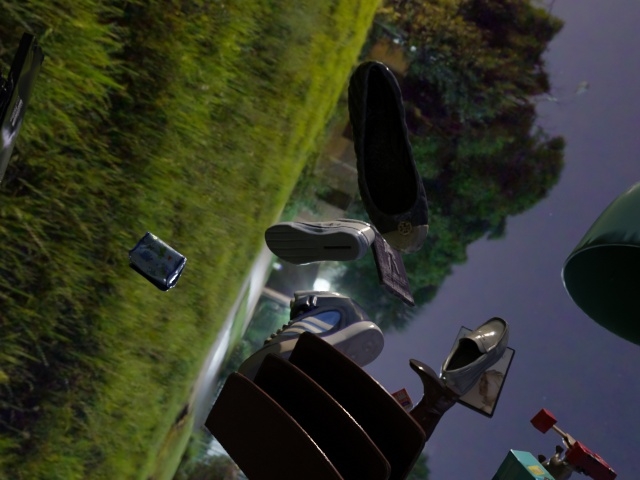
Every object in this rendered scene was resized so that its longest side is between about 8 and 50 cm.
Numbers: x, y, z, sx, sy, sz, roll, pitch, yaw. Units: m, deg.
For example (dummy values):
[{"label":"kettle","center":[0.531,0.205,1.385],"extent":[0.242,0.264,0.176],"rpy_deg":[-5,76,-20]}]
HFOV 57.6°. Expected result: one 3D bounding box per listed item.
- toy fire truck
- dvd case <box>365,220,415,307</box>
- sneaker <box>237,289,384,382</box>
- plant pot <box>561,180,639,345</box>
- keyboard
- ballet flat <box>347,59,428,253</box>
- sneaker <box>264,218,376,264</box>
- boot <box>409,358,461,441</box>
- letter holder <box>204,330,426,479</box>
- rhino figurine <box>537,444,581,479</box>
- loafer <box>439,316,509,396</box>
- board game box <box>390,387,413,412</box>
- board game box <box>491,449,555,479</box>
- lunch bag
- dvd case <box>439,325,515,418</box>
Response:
[{"label":"toy fire truck","center":[0.596,0.487,1.371],"extent":[0.047,0.192,0.135],"rpy_deg":[-50,-156,10]},{"label":"dvd case","center":[0.196,0.067,1.649],"extent":[0.018,0.164,0.221],"rpy_deg":[-30,-132,25]},{"label":"sneaker","center":[-0.050,0.206,1.232],"extent":[0.236,0.323,0.130],"rpy_deg":[37,-41,57]},{"label":"plant pot","center":[0.605,0.021,0.995],"extent":[0.235,0.293,0.293],"rpy_deg":[-52,180,-23]},{"label":"keyboard","center":[-0.377,-0.160,0.684],"extent":[0.100,0.038,0.192],"rpy_deg":[149,-46,-71]},{"label":"ballet flat","center":[0.056,-0.070,0.509],"extent":[0.049,0.058,0.173],"rpy_deg":[-54,130,-83]},{"label":"sneaker","center":[0.000,0.000,1.231],"extent":[0.091,0.258,0.094],"rpy_deg":[-30,119,-50]},{"label":"boot","center":[0.166,0.274,0.991],"extent":[0.114,0.106,0.037],"rpy_deg":[-56,164,15]},{"label":"letter holder","center":[-0.012,0.303,0.942],"extent":[0.152,0.302,0.214],"rpy_deg":[11,110,-51]},{"label":"rhino figurine","center":[0.692,0.659,1.691],"extent":[0.106,0.073,0.243],"rpy_deg":[-48,168,-39]},{"label":"loafer","center":[0.459,0.324,1.716],"extent":[0.319,0.112,0.111],"rpy_deg":[-41,128,-34]},{"label":"board game box","center":[0.125,0.420,1.368],"extent":[0.194,0.045,0.146],"rpy_deg":[-25,153,-1]},{"label":"board game box","center":[0.499,0.694,1.320],"extent":[0.253,0.079,0.336],"rpy_deg":[-64,-149,15]},{"label":"lunch bag","center":[-0.439,0.064,1.559],"extent":[0.096,0.129,0.151],"rpy_deg":[-53,-179,-24]},{"label":"dvd case","center":[0.472,0.394,1.770],"extent":[0.253,0.180,0.022],"rpy_deg":[-54,160,-37]}]
